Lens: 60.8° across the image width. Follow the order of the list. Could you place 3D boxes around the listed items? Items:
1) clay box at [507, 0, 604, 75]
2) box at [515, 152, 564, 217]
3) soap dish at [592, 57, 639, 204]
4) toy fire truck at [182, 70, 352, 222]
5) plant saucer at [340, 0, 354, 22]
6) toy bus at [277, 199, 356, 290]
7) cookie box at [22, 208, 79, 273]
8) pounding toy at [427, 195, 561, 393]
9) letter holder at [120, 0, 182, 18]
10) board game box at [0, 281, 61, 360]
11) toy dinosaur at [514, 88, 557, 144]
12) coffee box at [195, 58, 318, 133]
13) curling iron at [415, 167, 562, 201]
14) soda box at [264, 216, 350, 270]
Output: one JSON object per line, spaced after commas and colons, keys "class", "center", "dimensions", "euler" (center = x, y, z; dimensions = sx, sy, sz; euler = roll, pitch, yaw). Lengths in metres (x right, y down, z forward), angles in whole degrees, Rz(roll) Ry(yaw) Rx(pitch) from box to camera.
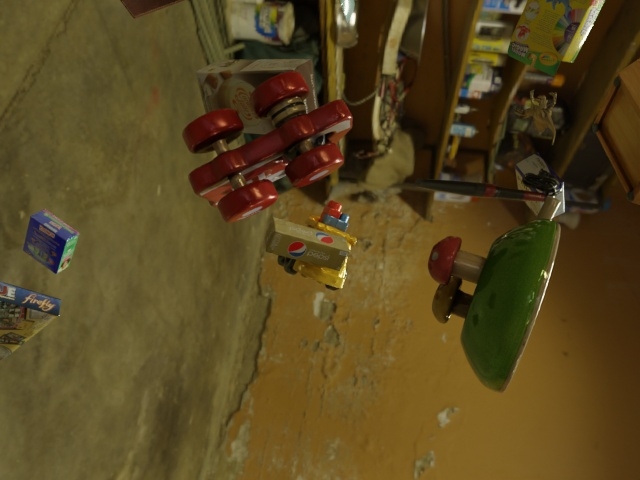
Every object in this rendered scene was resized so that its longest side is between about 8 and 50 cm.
{"class": "clay box", "center": [0.462, -0.444, 1.046], "dimensions": [0.127, 0.053, 0.222], "euler": [45, -48, 36]}
{"class": "box", "center": [0.590, -0.140, 1.468], "dimensions": [0.137, 0.072, 0.126], "euler": [56, 9, -50]}
{"class": "soap dish", "center": [0.749, -0.242, 1.249], "dimensions": [0.229, 0.118, 0.290], "euler": [78, 2, -60]}
{"class": "toy fire truck", "center": [-0.087, -0.152, 0.976], "dimensions": [0.169, 0.302, 0.254], "euler": [63, 1, 1]}
{"class": "plant saucer", "center": [0.065, -0.719, 1.541], "dimensions": [0.195, 0.037, 0.195], "euler": [-15, 90, -78]}
{"class": "toy bus", "center": [0.000, 0.000, 1.395], "dimensions": [0.211, 0.149, 0.220], "euler": [-69, -163, 1]}
{"class": "cookie box", "center": [-0.563, 0.003, 1.139], "dimensions": [0.107, 0.092, 0.040], "euler": [-55, 180, 35]}
{"class": "pounding toy", "center": [0.175, 0.044, 0.592], "dimensions": [0.237, 0.110, 0.183], "euler": [-39, 144, -60]}
{"class": "letter holder", "center": [-0.349, -0.676, 1.228], "dimensions": [0.214, 0.302, 0.152], "euler": [54, 23, -64]}
{"class": "board game box", "center": [-0.665, 0.163, 1.098], "dimensions": [0.165, 0.243, 0.042], "euler": [29, 39, -42]}
{"class": "toy dinosaur", "center": [0.511, -0.289, 1.247], "dimensions": [0.183, 0.053, 0.092], "euler": [-109, -167, -56]}
{"class": "coffee box", "center": [-0.137, -0.317, 1.201], "dimensions": [0.098, 0.246, 0.141], "euler": [-48, 137, -46]}
{"class": "curling iron", "center": [0.325, -0.106, 1.071], "dimensions": [0.035, 0.274, 0.068], "euler": [73, 24, -48]}
{"class": "soda box", "center": [-0.030, 0.009, 1.210], "dimensions": [0.061, 0.181, 0.058], "euler": [-106, -143, -56]}
